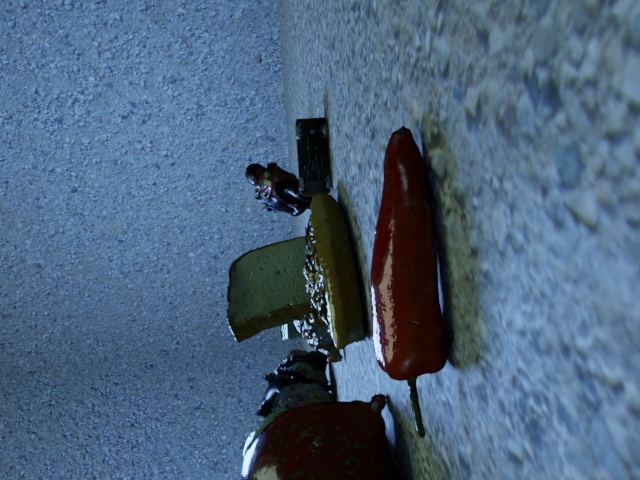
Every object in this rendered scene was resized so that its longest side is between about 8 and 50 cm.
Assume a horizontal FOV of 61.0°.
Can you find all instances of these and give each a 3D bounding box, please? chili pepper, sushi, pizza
[{"bbox_3d":[0.074,0.035,0.469,0.071,0.063,0.272,-179,86,-72],"label":"chili pepper"},{"bbox_3d":[-0.064,0.443,1.622,0.238,0.225,0.219,-53,20,31],"label":"sushi"},{"bbox_3d":[-0.006,0.184,1.282,0.226,0.097,0.103,55,149,22],"label":"sushi"},{"bbox_3d":[0.019,0.039,0.970,0.258,0.087,0.269,180,86,-82],"label":"pizza"}]

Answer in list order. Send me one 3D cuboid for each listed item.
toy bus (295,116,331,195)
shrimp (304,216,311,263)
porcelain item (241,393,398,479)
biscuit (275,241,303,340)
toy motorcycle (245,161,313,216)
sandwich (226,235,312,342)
[{"bbox_3d":[-0.017,-0.178,1.155,0.074,0.069,0.162,-115,21,-76],"label":"toy bus"},{"bbox_3d":[0.000,0.000,1.170,0.090,0.079,0.233,30,-131,-47],"label":"shrimp"},{"bbox_3d":[0.023,0.310,0.746,0.253,0.252,0.253,174,90,-85],"label":"porcelain item"},{"bbox_3d":[-0.045,0.125,1.404,0.052,0.150,0.252,-12,82,51],"label":"biscuit"},{"bbox_3d":[-0.114,-0.142,1.571,0.401,0.207,0.134,156,137,-88],"label":"toy motorcycle"},{"bbox_3d":[-0.087,0.103,1.243,0.087,0.251,0.226,69,-174,-47],"label":"sandwich"}]
